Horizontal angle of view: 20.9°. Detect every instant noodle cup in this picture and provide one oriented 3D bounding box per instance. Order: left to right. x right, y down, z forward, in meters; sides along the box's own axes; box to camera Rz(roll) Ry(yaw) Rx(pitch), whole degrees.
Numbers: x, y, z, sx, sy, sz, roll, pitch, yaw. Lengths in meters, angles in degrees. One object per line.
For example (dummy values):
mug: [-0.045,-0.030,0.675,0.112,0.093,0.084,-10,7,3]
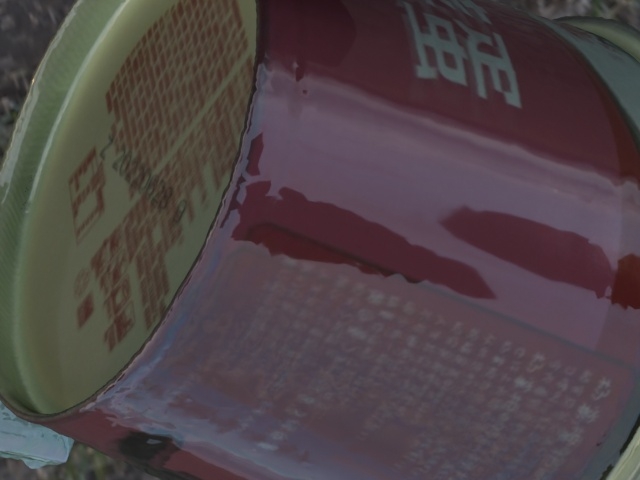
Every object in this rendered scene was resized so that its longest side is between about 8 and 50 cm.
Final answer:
instant noodle cup: [0.000,0.000,0.614,0.178,0.235,0.235,21,115,-32]

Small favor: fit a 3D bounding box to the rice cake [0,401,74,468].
rice cake: [-0.209,0.034,0.844,0.237,0.043,0.127,20,75,-38]
